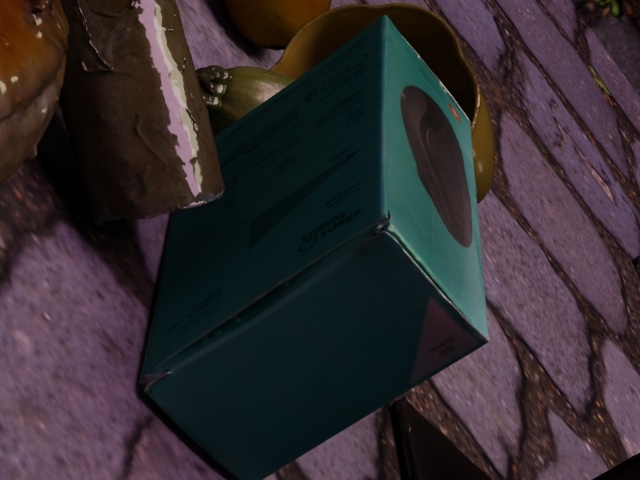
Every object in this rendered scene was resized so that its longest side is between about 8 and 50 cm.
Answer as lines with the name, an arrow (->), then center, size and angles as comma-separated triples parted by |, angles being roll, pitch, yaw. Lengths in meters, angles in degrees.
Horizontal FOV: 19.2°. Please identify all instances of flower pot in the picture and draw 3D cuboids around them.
flower pot -> 0.060, -0.082, 1.611 | 0.195, 0.195, 0.179 | 67, 9, 24

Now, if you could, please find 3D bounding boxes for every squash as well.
squash -> -0.064, -0.104, 1.474 | 0.132, 0.105, 0.105 | 34, 29, -30

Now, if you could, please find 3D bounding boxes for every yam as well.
yam -> -0.142, -0.138, 1.255 | 0.106, 0.106, 0.259 | -16, 90, -69

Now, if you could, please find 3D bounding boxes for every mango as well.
mango -> -0.052, -0.272, 1.720 | 0.136, 0.099, 0.227 | 31, 34, -54

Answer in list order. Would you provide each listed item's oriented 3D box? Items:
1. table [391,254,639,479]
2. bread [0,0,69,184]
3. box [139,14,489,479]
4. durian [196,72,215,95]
table -> 0.244, 0.207, 1.488 | 0.282, 0.250, 0.196 | 44, 24, -35
bread -> -0.229, -0.119, 0.992 | 0.192, 0.171, 0.314 | 43, 25, -40
box -> 0.000, 0.000, 1.298 | 0.118, 0.205, 0.311 | 46, 22, -22
durian -> -0.136, -0.127, 1.356 | 0.140, 0.071, 0.110 | 41, -4, 29
